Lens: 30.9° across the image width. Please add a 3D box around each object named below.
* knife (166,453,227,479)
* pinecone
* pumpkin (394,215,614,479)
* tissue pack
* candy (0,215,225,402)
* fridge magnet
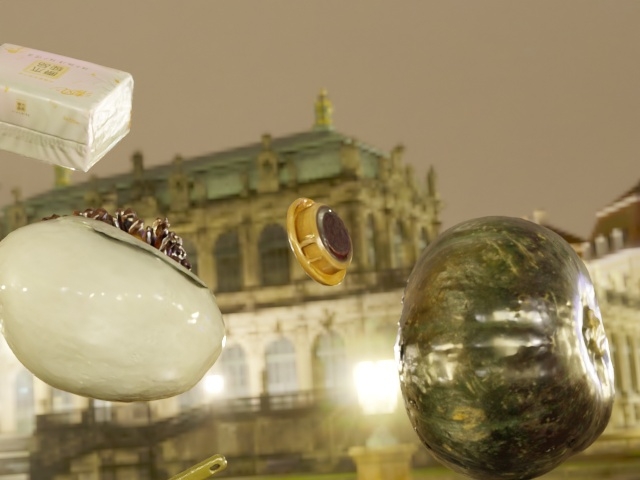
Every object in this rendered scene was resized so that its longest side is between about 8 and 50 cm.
[{"bbox_3d":[-0.310,0.414,1.825,0.343,0.061,0.027,-28,27,-3],"label":"knife"},{"bbox_3d":[-0.341,0.060,1.793,0.292,0.246,0.246,13,-6,14],"label":"pinecone"},{"bbox_3d":[0.295,0.181,1.912,0.344,0.454,0.454,-9,-11,23],"label":"pumpkin"},{"bbox_3d":[-0.435,-0.216,1.830,0.225,0.124,0.185,15,30,7],"label":"tissue pack"},{"bbox_3d":[-0.250,0.089,1.313,0.295,0.185,0.295,22,-17,7],"label":"candy"},{"bbox_3d":[0.000,0.000,1.747,0.063,0.143,0.143,-25,-19,28],"label":"fridge magnet"}]
